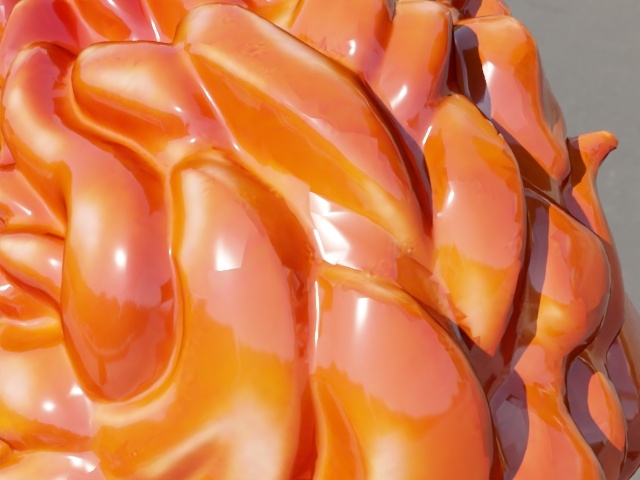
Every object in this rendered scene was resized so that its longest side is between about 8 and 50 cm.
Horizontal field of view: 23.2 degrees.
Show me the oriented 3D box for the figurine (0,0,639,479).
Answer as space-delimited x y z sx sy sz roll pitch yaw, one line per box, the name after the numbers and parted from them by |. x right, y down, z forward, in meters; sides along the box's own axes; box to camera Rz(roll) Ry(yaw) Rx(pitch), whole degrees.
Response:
0.005 0.005 0.584 0.241 0.306 0.412 -26 -10 16 | figurine
